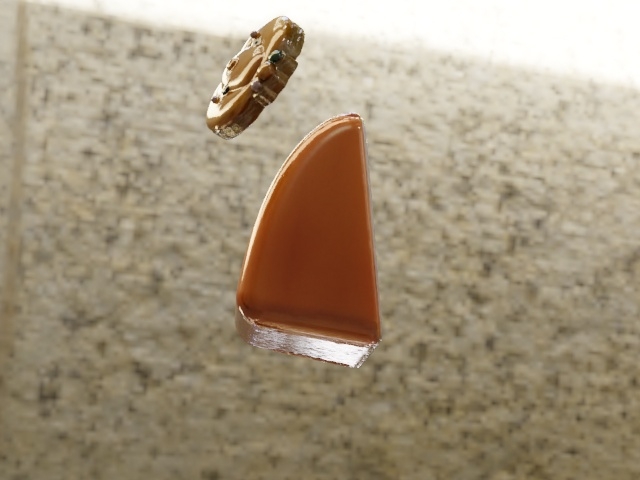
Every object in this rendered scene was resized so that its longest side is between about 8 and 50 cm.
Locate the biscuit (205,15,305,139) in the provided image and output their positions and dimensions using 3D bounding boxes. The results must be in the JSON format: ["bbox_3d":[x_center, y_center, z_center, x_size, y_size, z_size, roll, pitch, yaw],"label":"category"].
[{"bbox_3d":[-0.084,-0.202,1.726,0.170,0.050,0.170,-47,-158,26],"label":"biscuit"}]

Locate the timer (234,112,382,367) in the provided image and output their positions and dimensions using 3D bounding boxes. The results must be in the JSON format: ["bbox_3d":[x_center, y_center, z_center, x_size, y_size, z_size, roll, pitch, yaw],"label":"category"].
[{"bbox_3d":[0.000,0.000,1.621,0.257,0.161,0.250,107,-6,-78],"label":"timer"}]
